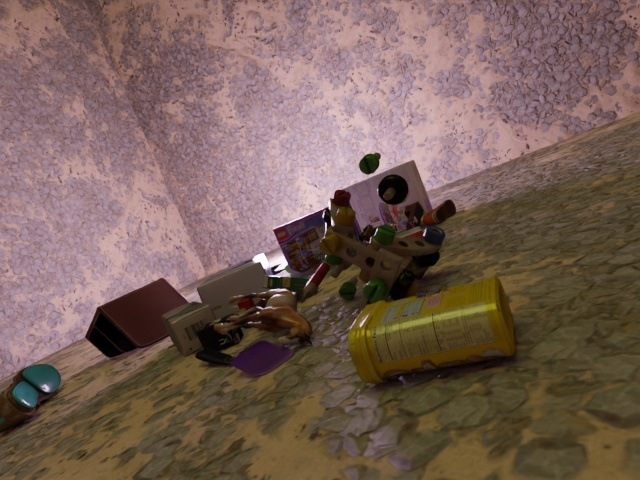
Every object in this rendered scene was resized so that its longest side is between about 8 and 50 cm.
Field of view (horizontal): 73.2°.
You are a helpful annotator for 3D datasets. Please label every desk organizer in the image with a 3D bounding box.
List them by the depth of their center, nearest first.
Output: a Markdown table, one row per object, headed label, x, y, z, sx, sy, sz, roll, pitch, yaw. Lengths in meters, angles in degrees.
| label | x | y | z | sx | sy | sz | roll | pitch | yaw |
| --- | --- | --- | --- | --- | --- | --- | --- | --- | --- |
| desk organizer | 0.326 | -0.080 | 1.536 | 0.050 | 0.047 | 0.130 | -24 | 26 | 37 |

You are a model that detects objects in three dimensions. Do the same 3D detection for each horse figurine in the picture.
| label | x | y | z | sx | sy | sz | roll | pitch | yaw |
| --- | --- | --- | --- | --- | --- | --- | --- | --- | --- |
| horse figurine | -0.106 | 0.146 | 0.871 | 0.175 | 0.066 | 0.263 | -8 | 7 | -1 |

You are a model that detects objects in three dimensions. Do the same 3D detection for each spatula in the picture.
| label | x | y | z | sx | sy | sz | roll | pitch | yaw |
| --- | --- | --- | --- | --- | --- | --- | --- | --- | --- |
| spatula | -0.168 | 0.222 | 0.822 | 0.084 | 0.030 | 0.297 | -30 | 8 | -41 |

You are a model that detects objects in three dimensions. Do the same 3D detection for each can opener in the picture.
| label | x | y | z | sx | sy | sz | roll | pitch | yaw |
| --- | --- | --- | --- | --- | --- | --- | --- | --- | --- |
| can opener | -0.238 | 0.148 | 1.913 | 0.186 | 0.073 | 0.059 | -20 | -35 | -11 |

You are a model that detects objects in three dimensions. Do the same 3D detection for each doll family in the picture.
| label | x | y | z | sx | sy | sz | roll | pitch | yaw |
| --- | --- | --- | --- | --- | --- | --- | --- | --- | --- |
| doll family | 0.167 | 0.001 | 1.330 | 0.112 | 0.076 | 0.193 | -18 | -38 | -3 |

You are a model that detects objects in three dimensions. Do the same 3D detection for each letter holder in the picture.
| label | x | y | z | sx | sy | sz | roll | pitch | yaw |
| --- | --- | --- | --- | --- | --- | --- | --- | --- | --- |
| letter holder | -0.616 | 0.297 | 1.531 | 0.152 | 0.214 | 0.302 | -56 | -10 | 25 |

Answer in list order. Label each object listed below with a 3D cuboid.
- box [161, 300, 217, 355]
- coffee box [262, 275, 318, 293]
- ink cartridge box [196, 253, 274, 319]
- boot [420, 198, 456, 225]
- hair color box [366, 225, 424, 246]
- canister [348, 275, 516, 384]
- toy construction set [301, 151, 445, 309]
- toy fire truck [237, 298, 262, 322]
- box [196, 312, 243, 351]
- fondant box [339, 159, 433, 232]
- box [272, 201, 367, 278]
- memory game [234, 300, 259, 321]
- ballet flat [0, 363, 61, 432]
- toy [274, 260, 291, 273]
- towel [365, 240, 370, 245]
| label | x | y | z | sx | sy | sz | roll | pitch | yaw |
| --- | --- | --- | --- | --- | --- | --- | --- | --- | --- |
| box | -0.362 | 0.235 | 1.194 | 0.113 | 0.094 | 0.275 | -25 | 6 | -26 |
| coffee box | -0.089 | 0.124 | 1.219 | 0.113 | 0.040 | 0.184 | 8 | -7 | -23 |
| ink cartridge box | -0.280 | 0.154 | 1.498 | 0.223 | 0.128 | 0.307 | -22 | 5 | -4 |
| boot | 0.420 | -0.098 | 1.534 | 0.158 | 0.059 | 0.085 | -28 | 2 | -40 |
| hair color box | 0.213 | 0.017 | 1.222 | 0.167 | 0.053 | 0.093 | -20 | 5 | 11 |
| canister | 0.133 | 0.104 | 0.511 | 0.170 | 0.073 | 0.126 | -19 | 6 | 25 |
| toy construction set | 0.065 | 0.045 | 0.826 | 0.309 | 0.257 | 0.237 | -44 | 4 | 36 |
| toy fire truck | -0.160 | 0.178 | 1.101 | 0.135 | 0.047 | 0.192 | -18 | 8 | 8 |
| box | -0.231 | 0.216 | 0.994 | 0.083 | 0.062 | 0.052 | -21 | 6 | 6 |
| fondant box | 0.251 | -0.143 | 1.700 | 0.330 | 0.238 | 0.096 | -19 | 5 | 35 |
| box | 0.000 | 0.000 | 1.498 | 0.293 | 0.200 | 0.057 | -20 | 6 | 24 |
| memory game | -0.205 | 0.208 | 1.259 | 0.186 | 0.012 | 0.186 | -22 | 5 | 2 |
| ballet flat | -0.814 | 0.431 | 1.170 | 0.124 | 0.116 | 0.342 | -44 | 15 | -15 |
| toy | -0.084 | 0.083 | 1.841 | 0.137 | 0.056 | 0.237 | -16 | 12 | 26 |
| towel | 0.137 | 0.029 | 1.588 | 0.148 | 0.027 | 0.110 | -17 | 8 | 39 |
